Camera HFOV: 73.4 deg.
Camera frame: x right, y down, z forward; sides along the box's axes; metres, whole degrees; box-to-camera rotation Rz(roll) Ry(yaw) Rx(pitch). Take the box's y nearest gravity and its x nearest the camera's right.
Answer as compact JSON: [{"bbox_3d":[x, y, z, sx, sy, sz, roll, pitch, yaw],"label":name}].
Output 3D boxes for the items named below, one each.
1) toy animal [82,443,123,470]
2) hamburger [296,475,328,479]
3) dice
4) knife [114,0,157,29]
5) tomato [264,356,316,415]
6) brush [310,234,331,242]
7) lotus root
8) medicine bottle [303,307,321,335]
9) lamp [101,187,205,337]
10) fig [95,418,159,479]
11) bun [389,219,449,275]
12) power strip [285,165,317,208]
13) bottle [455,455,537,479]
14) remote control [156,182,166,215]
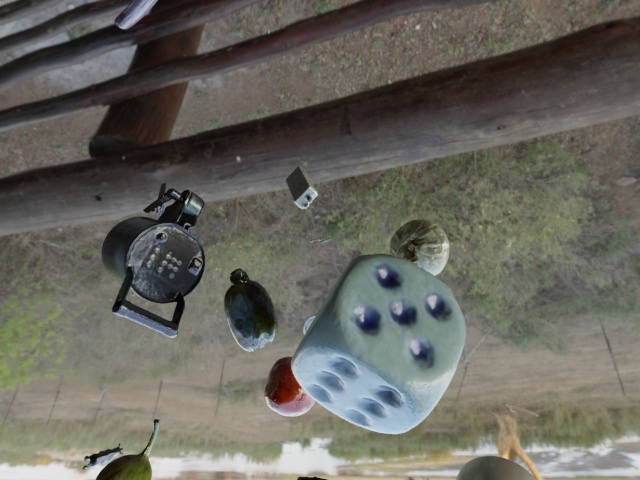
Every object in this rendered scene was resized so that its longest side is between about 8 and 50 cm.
[{"bbox_3d":[-0.695,0.698,1.392,0.065,0.047,0.135,-31,158,18],"label":"toy animal"},{"bbox_3d":[0.072,0.483,0.687,0.261,0.124,0.131,8,174,6],"label":"hamburger"},{"bbox_3d":[0.113,0.209,0.884,0.264,0.263,0.268,32,141,3],"label":"dice"},{"bbox_3d":[-0.450,-0.633,1.095,0.278,0.053,0.123,-31,166,30],"label":"knife"},{"bbox_3d":[-0.111,0.586,1.706,0.231,0.232,0.188,4,174,-2],"label":"tomato"},{"bbox_3d":[0.000,0.000,1.583,0.083,0.021,0.019,-14,172,-27],"label":"brush"},{"bbox_3d":[-0.164,0.157,0.987,0.113,0.192,0.088,-20,-176,-21],"label":"lotus root"},{"bbox_3d":[0.026,0.306,1.711,0.108,0.108,0.426,-3,-178,9],"label":"medicine bottle"},{"bbox_3d":[-0.450,0.054,1.132,0.272,0.374,0.205,-13,142,39],"label":"lamp"},{"bbox_3d":[-0.519,0.627,1.211,0.149,0.245,0.149,23,155,11],"label":"fig"},{"bbox_3d":[0.319,0.035,1.437,0.127,0.222,0.222,-19,169,-45],"label":"bun"},{"bbox_3d":[-0.083,-0.228,1.839,0.098,0.338,0.058,-44,118,10],"label":"power strip"},{"bbox_3d":[0.255,0.447,0.636,0.147,0.148,0.236,-18,177,29],"label":"bottle"},{"bbox_3d":[-0.593,-0.156,1.605,0.025,0.245,0.063,3,111,-18],"label":"remote control"}]
